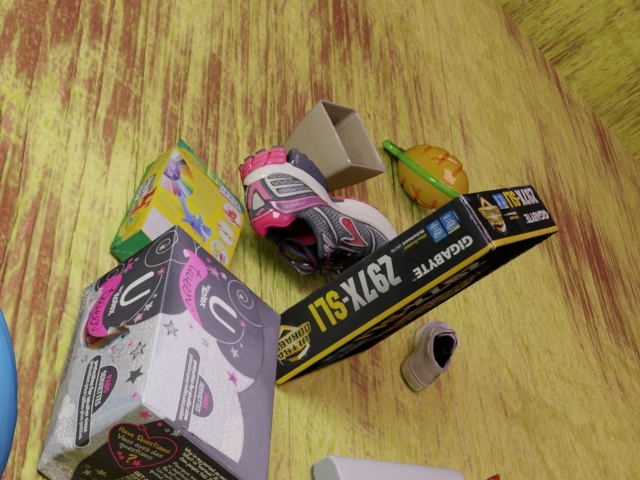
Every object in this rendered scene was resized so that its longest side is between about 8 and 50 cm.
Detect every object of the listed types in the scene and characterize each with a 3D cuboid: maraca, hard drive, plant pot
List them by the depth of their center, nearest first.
[{"bbox_3d":[0.117,0.363,1.564,0.307,0.040,0.203,19,44,-53],"label":"hard drive"},{"bbox_3d":[0.011,-0.126,1.888,0.109,0.096,0.109,6,56,-60],"label":"plant pot"},{"bbox_3d":[0.175,-0.115,2.183,0.127,0.099,0.186,29,11,-49],"label":"maraca"}]

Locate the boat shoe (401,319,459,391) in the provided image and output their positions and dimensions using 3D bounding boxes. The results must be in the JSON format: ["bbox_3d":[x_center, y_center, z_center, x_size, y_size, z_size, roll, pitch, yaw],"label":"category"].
[{"bbox_3d":[0.167,0.154,1.879,0.066,0.063,0.184,57,25,0],"label":"boat shoe"}]

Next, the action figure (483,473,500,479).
[{"bbox_3d":[0.254,0.382,1.807,0.038,0.030,0.115,-7,71,-57],"label":"action figure"}]

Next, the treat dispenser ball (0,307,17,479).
[{"bbox_3d":[-0.327,0.094,0.776,0.288,0.288,0.288,42,28,-29],"label":"treat dispenser ball"}]

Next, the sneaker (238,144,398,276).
[{"bbox_3d":[0.000,0.000,1.691,0.299,0.121,0.112,33,39,-41],"label":"sneaker"}]

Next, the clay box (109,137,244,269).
[{"bbox_3d":[-0.157,-0.016,1.500,0.127,0.053,0.222,48,24,-20],"label":"clay box"}]

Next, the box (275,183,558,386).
[{"bbox_3d":[0.105,0.050,1.579,0.079,0.322,0.257,61,24,11],"label":"box"}]

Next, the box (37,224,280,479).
[{"bbox_3d":[-0.143,0.135,1.237,0.163,0.142,0.247,44,27,-27],"label":"box"}]
